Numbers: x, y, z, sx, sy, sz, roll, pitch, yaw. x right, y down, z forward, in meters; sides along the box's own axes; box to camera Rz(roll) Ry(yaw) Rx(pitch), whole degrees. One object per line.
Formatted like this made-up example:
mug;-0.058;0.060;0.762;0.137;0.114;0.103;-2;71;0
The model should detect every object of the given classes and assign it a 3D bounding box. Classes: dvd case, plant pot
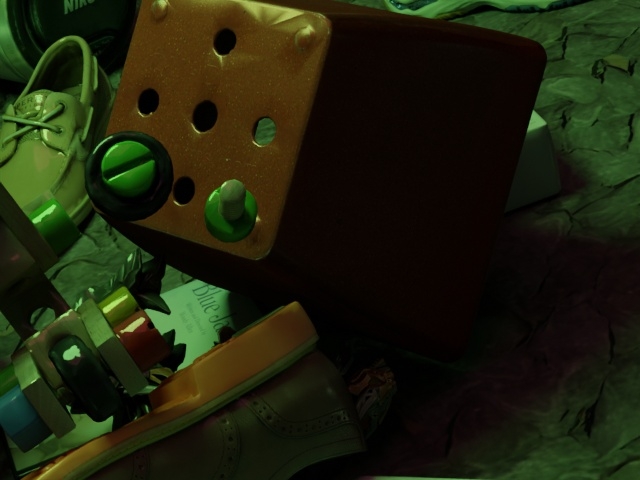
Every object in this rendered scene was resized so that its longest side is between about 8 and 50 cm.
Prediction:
dvd case;-0.158;0.112;1.363;0.253;0.022;0.180;-22;32;-11
plant pot;-0.022;-0.073;1.234;0.267;0.267;0.236;16;2;35

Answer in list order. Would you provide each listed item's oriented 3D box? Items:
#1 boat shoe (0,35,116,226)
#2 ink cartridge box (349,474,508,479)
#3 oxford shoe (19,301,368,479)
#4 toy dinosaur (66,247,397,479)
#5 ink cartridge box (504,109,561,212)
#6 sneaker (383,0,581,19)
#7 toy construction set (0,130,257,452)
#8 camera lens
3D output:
boat shoe;-0.299;-0.104;1.683;0.121;0.110;0.341;-9;32;10
ink cartridge box;0.071;0.211;0.932;0.176;0.069;0.371;-35;10;-30
oxford shoe;-0.120;0.185;1.040;0.363;0.133;0.130;-34;1;-22
toy dinosaur;-0.109;0.139;1.181;0.322;0.164;0.218;-12;52;-33
ink cartridge box;0.124;-0.094;1.511;0.139;0.082;0.191;-20;33;-7
sneaker;0.207;-0.335;1.811;0.296;0.131;0.112;-8;30;9
toy construction set;-0.227;0.066;1.088;0.257;0.237;0.309;27;75;2
camera lens;-0.378;-0.306;1.933;0.274;0.219;0.219;14;42;39
